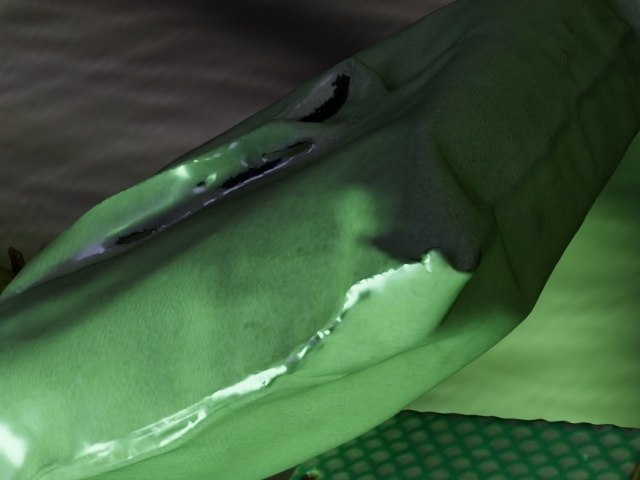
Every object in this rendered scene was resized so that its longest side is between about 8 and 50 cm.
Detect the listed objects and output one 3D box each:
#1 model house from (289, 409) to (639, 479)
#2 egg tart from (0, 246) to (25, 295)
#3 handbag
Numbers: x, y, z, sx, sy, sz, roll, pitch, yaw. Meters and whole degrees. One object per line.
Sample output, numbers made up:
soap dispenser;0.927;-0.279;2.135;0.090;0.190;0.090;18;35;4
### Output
model house;0.072;0.160;0.625;0.178;0.271;0.206;-2;94;40
egg tart;-0.161;0.114;0.789;0.351;0.153;0.339;42;150;50
handbag;-0.002;0.000;0.673;0.253;0.316;0.109;-23;103;29
